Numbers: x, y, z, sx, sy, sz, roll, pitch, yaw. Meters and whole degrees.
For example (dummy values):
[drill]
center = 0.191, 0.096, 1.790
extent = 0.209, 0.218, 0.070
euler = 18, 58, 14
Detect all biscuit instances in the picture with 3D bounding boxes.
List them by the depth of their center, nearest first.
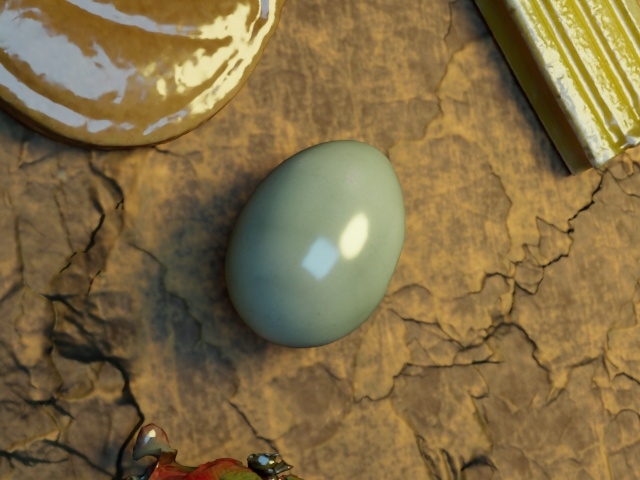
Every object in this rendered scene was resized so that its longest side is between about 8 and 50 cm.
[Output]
[biscuit]
center = -0.167, -0.302, 1.253
extent = 0.349, 0.078, 0.455
euler = 19, 77, -22

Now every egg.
[egg]
center = 0.000, 0.000, 1.228
extent = 0.151, 0.151, 0.209
euler = 38, 65, -13

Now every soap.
[soap]
center = 0.267, -0.200, 1.396
extent = 0.140, 0.073, 0.232
euler = -32, 94, -23

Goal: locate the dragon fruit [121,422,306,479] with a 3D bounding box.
[dragon fruit]
center = -0.076, 0.328, 1.096
extent = 0.314, 0.263, 0.296
euler = 46, 71, -10
